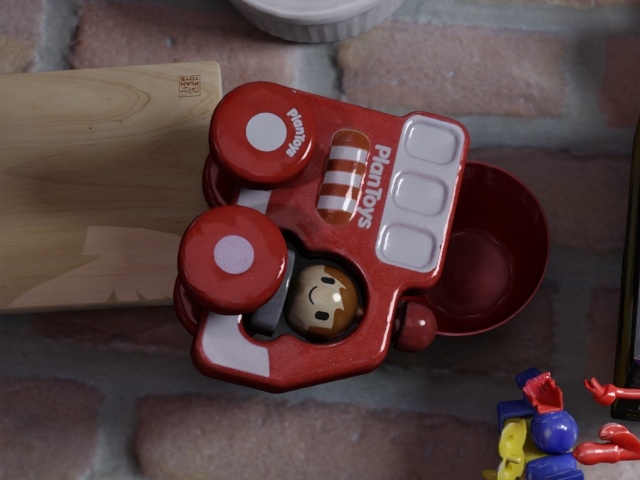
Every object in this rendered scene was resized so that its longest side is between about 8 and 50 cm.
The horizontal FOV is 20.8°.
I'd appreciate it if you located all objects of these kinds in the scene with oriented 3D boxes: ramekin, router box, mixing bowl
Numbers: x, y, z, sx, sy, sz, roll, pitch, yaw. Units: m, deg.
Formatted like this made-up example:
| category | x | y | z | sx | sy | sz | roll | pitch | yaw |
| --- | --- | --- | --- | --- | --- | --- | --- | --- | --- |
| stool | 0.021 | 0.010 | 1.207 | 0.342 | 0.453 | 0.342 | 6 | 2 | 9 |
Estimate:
| category | x | y | z | sx | sy | sz | roll | pitch | yaw |
| --- | --- | --- | --- | --- | --- | --- | --- | --- | --- |
| ramekin | -0.004 | -0.337 | 1.868 | 0.273 | 0.127 | 0.273 | -1 | 72 | 5 |
| router box | 0.337 | 0.001 | 1.666 | 0.081 | 0.243 | 0.309 | 6 | 72 | 6 |
| mixing bowl | 0.142 | 0.020 | 1.747 | 0.181 | 0.098 | 0.181 | -3 | 71 | 9 |

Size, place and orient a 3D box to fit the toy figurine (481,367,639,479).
| category | x | y | z | sx | sy | sz | roll | pitch | yaw |
| --- | --- | --- | --- | --- | --- | --- | --- | --- | --- |
| toy figurine | 0.246 | 0.245 | 1.652 | 0.191 | 0.217 | 0.362 | -12 | 114 | -5 |

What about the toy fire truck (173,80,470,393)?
| category | x | y | z | sx | sy | sz | roll | pitch | yaw |
| --- | --- | --- | --- | --- | --- | --- | --- | --- | --- |
| toy fire truck | 0.000 | 0.000 | 1.658 | 0.254 | 0.169 | 0.302 | 13 | 72 | -2 |

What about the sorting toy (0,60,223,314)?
| category | x | y | z | sx | sy | sz | roll | pitch | yaw |
| --- | --- | --- | --- | --- | --- | --- | --- | --- | --- |
| sorting toy | -0.224 | -0.045 | 1.808 | 0.257 | 0.089 | 0.255 | -3 | 72 | 3 |
